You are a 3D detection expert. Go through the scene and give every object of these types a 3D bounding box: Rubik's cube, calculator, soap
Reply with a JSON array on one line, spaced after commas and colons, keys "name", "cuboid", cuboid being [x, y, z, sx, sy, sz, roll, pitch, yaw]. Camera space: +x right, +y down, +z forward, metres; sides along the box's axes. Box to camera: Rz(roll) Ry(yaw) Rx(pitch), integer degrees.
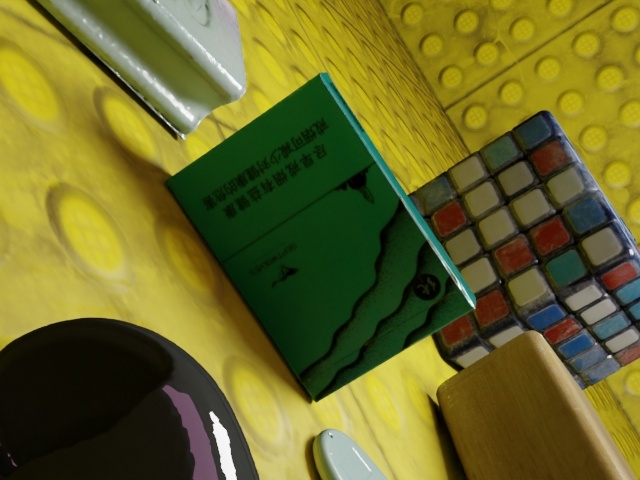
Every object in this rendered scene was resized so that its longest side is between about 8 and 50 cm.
[{"name": "Rubik's cube", "cuboid": [0.312, 0.043, 1.434, 0.287, 0.293, 0.291, 40, 25, -47]}, {"name": "calculator", "cuboid": [0.044, 0.215, 0.775, 0.153, 0.021, 0.095, 52, 16, 4]}, {"name": "soap", "cuboid": [-0.175, -0.227, 0.855, 0.261, 0.094, 0.150, 44, 20, -40]}]

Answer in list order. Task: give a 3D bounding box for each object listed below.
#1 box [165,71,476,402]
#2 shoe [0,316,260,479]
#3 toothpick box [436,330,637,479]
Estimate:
[{"name": "box", "cuboid": [0.000, 0.000, 0.811, 0.226, 0.161, 0.042, 56, 16, -3]}, {"name": "shoe", "cuboid": [-0.074, 0.143, 0.414, 0.241, 0.108, 0.093, 62, 12, 6]}, {"name": "toothpick box", "cuboid": [0.249, 0.261, 1.035, 0.187, 0.190, 0.308, 49, 12, -30]}]
